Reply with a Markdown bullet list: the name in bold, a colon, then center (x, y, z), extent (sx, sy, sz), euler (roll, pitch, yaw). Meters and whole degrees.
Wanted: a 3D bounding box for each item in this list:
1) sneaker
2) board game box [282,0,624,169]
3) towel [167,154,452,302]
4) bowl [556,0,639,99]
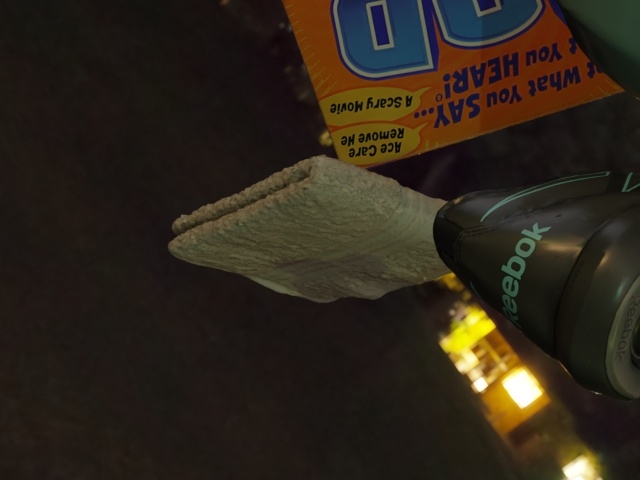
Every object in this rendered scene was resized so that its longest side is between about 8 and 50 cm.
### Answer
- **sneaker**: center (0.158, 0.000, 0.558), extent (0.106, 0.101, 0.267), euler (24, 16, 37)
- **board game box**: center (0.170, -0.310, 1.132), extent (0.356, 0.357, 0.356), euler (71, 22, -9)
- **towel**: center (0.000, 0.000, 1.077), extent (0.187, 0.049, 0.282), euler (19, -21, -27)
- **bowl**: center (0.230, -0.140, 0.564), extent (0.312, 0.163, 0.311), euler (14, 30, -8)
